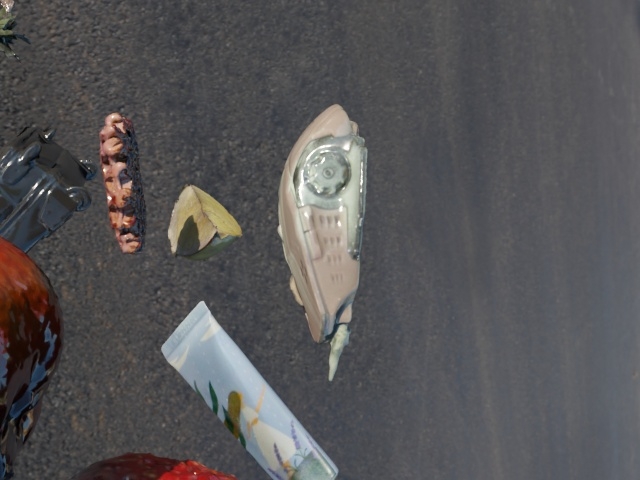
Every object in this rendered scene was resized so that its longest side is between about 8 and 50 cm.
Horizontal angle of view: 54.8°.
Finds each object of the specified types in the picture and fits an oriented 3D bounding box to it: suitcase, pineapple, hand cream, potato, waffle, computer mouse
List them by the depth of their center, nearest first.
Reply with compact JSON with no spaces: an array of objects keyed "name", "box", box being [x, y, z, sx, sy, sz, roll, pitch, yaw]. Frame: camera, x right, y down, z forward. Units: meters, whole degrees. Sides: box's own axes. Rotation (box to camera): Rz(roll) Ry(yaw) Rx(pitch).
[{"name":"hand cream","box":[-0.073,0.195,0.689,0.271,0.091,0.058,47,25,11]},{"name":"computer mouse","box":[-0.006,-0.002,0.871,0.199,0.115,0.389,115,-22,-84]},{"name":"waffle","box":[-0.331,-0.099,1.042,0.055,0.221,0.234,-5,115,-11]},{"name":"suitcase","box":[-0.629,-0.060,1.249,0.339,0.345,0.188,-47,116,1]},{"name":"potato","box":[-0.257,-0.012,1.363,0.098,0.243,0.138,24,106,-37]},{"name":"pineapple","box":[-0.973,-0.594,1.653,0.364,0.165,0.165,10,85,-24]}]

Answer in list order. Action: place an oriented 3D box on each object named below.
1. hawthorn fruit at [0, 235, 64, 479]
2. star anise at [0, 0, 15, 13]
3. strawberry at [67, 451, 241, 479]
[{"name":"hawthorn fruit","box":[-0.367,0.095,0.517,0.295,0.295,0.311,-16,75,-51]},{"name":"star anise","box":[-0.588,-0.466,1.087,0.042,0.141,0.141,-50,131,-48]},{"name":"strawberry","box":[-0.153,0.412,0.725,0.292,0.292,0.310,-59,138,-31]}]
